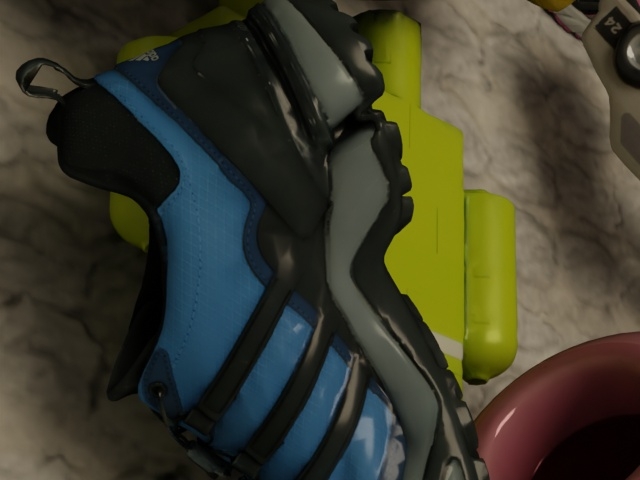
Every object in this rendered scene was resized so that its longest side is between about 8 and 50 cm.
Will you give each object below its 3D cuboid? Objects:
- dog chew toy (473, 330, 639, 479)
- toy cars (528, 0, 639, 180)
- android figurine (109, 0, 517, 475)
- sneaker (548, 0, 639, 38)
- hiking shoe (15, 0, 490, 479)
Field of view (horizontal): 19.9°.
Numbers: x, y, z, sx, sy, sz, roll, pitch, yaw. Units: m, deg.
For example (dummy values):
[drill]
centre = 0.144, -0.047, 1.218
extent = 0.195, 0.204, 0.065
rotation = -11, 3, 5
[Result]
[dog chew toy]
centre = 0.193, 0.199, 0.868
extent = 0.332, 0.206, 0.207
rotation = 54, 42, -30
[toy cars]
centre = 0.129, -0.111, 0.976
extent = 0.393, 0.087, 0.176
rotation = 43, 13, -14
[android figurine]
centre = 0.000, 0.000, 0.846
extent = 0.248, 0.056, 0.273
rotation = 26, 55, -38
[sneaker]
centre = 0.203, -0.151, 1.109
extent = 0.178, 0.077, 0.072
rotation = 31, 52, -34
[hiking shoe]
centre = -0.016, 0.058, 0.724
extent = 0.132, 0.113, 0.304
rotation = -17, 100, -6
